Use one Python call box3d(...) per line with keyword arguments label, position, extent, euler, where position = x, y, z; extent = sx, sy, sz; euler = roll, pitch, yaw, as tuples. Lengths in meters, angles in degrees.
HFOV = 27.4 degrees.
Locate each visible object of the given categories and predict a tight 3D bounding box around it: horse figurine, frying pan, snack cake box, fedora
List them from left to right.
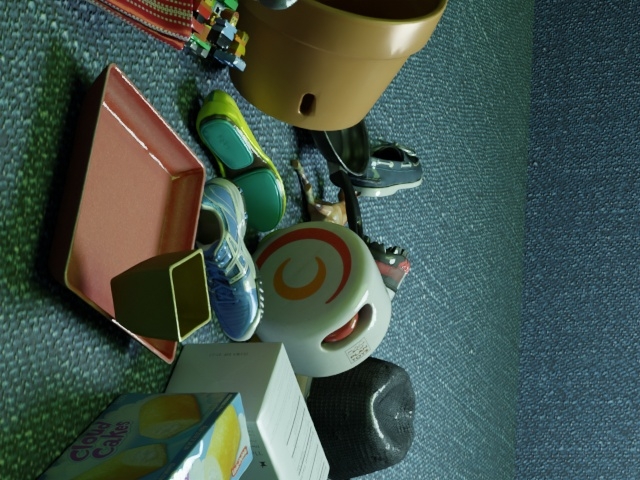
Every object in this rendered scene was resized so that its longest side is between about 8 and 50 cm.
box3d(label="snack cake box", position=(-0.191, 0.253, 1.355), extent=(0.264, 0.152, 0.089), euler=(-49, 133, -62))
box3d(label="horse figurine", position=(0.000, 0.000, 2.019), extent=(0.174, 0.066, 0.263), euler=(50, 37, -55))
box3d(label="frying pan", position=(0.039, -0.132, 2.064), extent=(0.197, 0.053, 0.326), euler=(7, 68, -66))
box3d(label="fedora", position=(0.059, 0.272, 2.035), extent=(0.334, 0.152, 0.334), euler=(-1, 90, -70))

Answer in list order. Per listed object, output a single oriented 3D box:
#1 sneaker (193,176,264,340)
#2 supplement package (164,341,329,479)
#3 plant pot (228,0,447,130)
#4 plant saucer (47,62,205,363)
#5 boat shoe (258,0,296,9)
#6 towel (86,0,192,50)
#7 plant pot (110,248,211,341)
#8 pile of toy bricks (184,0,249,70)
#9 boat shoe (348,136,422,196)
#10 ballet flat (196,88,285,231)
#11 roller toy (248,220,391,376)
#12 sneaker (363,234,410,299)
box3d(label="sneaker", position=(-0.130, 0.028, 1.664), extent=(0.081, 0.080, 0.211), euler=(-23, 101, -62))
box3d(label="supplement package", position=(-0.092, 0.259, 1.643), extent=(0.134, 0.139, 0.244), euler=(-72, 151, -46))
box3d(label="plant pot", position=(-0.001, -0.285, 1.742), extent=(0.291, 0.290, 0.203), euler=(-61, 175, -54))
box3d(label="plant saucer", position=(-0.216, -0.024, 1.458), extent=(0.258, 0.047, 0.259), euler=(51, 42, -59))
box3d(label="boat shoe", position=(-0.076, -0.362, 1.568), extent=(0.319, 0.116, 0.099), euler=(-109, 175, -61))
box3d(label="towel", position=(-0.202, -0.367, 1.433), extent=(0.198, 0.031, 0.275), euler=(25, 61, -37))
box3d(label="plant pot", position=(-0.173, 0.057, 1.382), extent=(0.081, 0.083, 0.081), euler=(-35, 122, -65))
box3d(label="pile of toy bricks", position=(-0.133, -0.288, 1.575), extent=(0.105, 0.118, 0.212), euler=(-66, 158, -2))
box3d(label="boat shoe", position=(0.118, -0.135, 2.319), extent=(0.254, 0.095, 0.079), euler=(-21, 120, -59))
box3d(label="ballet flat", position=(-0.102, -0.110, 1.747), extent=(0.231, 0.077, 0.077), euler=(64, 15, -45))
box3d(label="roller toy", position=(-0.005, 0.087, 1.816), extent=(0.146, 0.191, 0.209), euler=(63, 33, -50))
box3d(label="sneaker", position=(0.077, 0.077, 2.105), extent=(0.276, 0.097, 0.135), euler=(97, 16, -76))
